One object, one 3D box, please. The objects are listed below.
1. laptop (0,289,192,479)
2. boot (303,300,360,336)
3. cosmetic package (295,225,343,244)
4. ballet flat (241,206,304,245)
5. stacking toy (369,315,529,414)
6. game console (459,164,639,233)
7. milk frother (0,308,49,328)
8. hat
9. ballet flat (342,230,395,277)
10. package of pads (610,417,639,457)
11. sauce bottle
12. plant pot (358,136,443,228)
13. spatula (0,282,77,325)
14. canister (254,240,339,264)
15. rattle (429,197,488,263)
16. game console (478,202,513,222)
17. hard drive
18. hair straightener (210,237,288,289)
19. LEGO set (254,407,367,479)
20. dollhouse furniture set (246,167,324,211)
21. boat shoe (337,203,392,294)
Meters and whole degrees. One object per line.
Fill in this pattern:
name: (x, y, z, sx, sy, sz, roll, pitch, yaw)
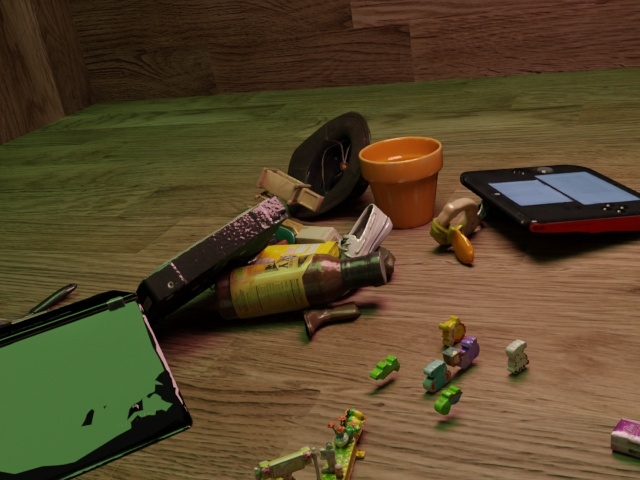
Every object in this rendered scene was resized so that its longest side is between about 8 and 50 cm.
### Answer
laptop: (-0.487, 0.263, 1.421, 0.381, 0.237, 0.408, -19, 6, -22)
boot: (0.025, 0.152, 1.550, 0.114, 0.037, 0.106, -6, 21, -2)
cosmetic package: (0.000, 0.000, 1.849, 0.115, 0.060, 0.041, 6, 53, 52)
ballet flat: (-0.108, -0.031, 1.997, 0.073, 0.080, 0.232, -16, 31, -39)
stacking toy: (0.219, 0.210, 1.322, 0.221, 0.052, 0.167, -27, 26, -31)
game console: (0.548, -0.104, 1.819, 0.341, 0.060, 0.386, -1, 20, -14)
milk frother: (-0.631, 0.168, 1.639, 0.134, 0.143, 0.129, -18, 20, -20)
hat: (0.053, -0.186, 2.161, 0.133, 0.332, 0.331, 26, -1, -37)
ballet flat: (0.108, 0.031, 1.787, 0.084, 0.058, 0.250, -47, 24, -5)
package of pads: (0.449, 0.276, 1.088, 0.083, 0.032, 0.050, 9, 26, 38)
sauce bottle: (-0.039, 0.086, 1.607, 0.344, 0.112, 0.111, -10, 22, 9)
plant pot: (0.207, -0.138, 1.960, 0.205, 0.188, 0.205, -8, 23, 3)
spatula: (-0.684, 0.169, 1.800, 0.084, 0.030, 0.296, 9, 29, 42)
canister: (-0.050, 0.054, 1.763, 0.169, 0.073, 0.126, -2, 24, 20)
rattle: (0.355, -0.023, 1.788, 0.199, 0.130, 0.142, 5, 18, -47)
game console: (0.437, -0.072, 1.940, 0.107, 0.071, 0.122, 33, 40, 16)
hard drive: (-0.236, 0.049, 1.638, 0.339, 0.064, 0.237, -34, -6, -28)
hair straightener: (-0.183, 0.054, 1.867, 0.089, 0.047, 0.230, 13, 36, 43)
LEGO set: (-0.017, 0.305, 1.110, 0.287, 0.107, 0.132, -27, 28, -35)
dollhouse furniture set: (-0.087, -0.082, 2.084, 0.181, 0.161, 0.101, 29, 13, 19)
boat shoe: (0.069, 0.018, 1.698, 0.083, 0.076, 0.226, -9, 40, 51)
